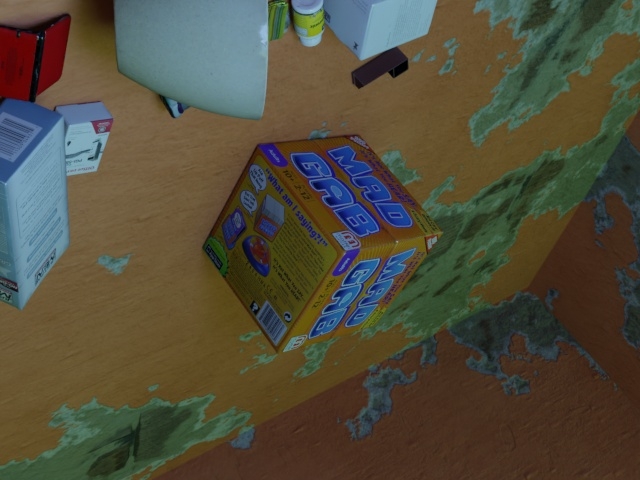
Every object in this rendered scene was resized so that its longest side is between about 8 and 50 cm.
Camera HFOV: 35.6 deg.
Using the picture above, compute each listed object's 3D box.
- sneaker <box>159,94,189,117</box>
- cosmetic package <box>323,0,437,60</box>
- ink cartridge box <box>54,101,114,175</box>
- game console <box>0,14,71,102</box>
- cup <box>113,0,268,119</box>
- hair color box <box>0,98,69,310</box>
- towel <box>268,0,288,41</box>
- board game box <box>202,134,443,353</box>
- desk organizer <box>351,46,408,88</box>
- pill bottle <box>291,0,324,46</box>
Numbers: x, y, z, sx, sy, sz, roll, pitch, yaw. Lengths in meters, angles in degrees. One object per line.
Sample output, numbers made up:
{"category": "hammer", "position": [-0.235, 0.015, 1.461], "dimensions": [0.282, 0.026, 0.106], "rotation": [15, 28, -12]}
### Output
{"category": "sneaker", "position": [-0.266, -0.321, 1.885], "dimensions": [0.098, 0.083, 0.223], "rotation": [-29, 163, -10]}
{"category": "cosmetic package", "position": [0.120, -0.492, 2.026], "dimensions": [0.184, 0.151, 0.151], "rotation": [-27, 152, -26]}
{"category": "ink cartridge box", "position": [-0.458, -0.189, 1.876], "dimensions": [0.099, 0.056, 0.135], "rotation": [-15, 146, -41]}
{"category": "game console", "position": [-0.493, -0.314, 1.675], "dimensions": [0.124, 0.085, 0.144], "rotation": [9, 135, -16]}
{"category": "cup", "position": [-0.221, -0.366, 1.657], "dimensions": [0.237, 0.331, 0.331], "rotation": [-1, 145, -10]}
{"category": "hair color box", "position": [-0.552, -0.062, 1.808], "dimensions": [0.374, 0.114, 0.185], "rotation": [105, 10, -51]}
{"category": "towel", "position": [-0.169, -0.398, 1.953], "dimensions": [0.237, 0.021, 0.102], "rotation": [-26, 151, -23]}
{"category": "board game box", "position": [0.000, 0.000, 2.443], "dimensions": [0.356, 0.356, 0.356], "rotation": [-11, 144, -44]}
{"category": "desk organizer", "position": [0.140, -0.396, 2.328], "dimensions": [0.130, 0.050, 0.047], "rotation": [-33, 154, -11]}
{"category": "pill bottle", "position": [-0.024, -0.448, 2.010], "dimensions": [0.065, 0.065, 0.116], "rotation": [-32, 155, -14]}
